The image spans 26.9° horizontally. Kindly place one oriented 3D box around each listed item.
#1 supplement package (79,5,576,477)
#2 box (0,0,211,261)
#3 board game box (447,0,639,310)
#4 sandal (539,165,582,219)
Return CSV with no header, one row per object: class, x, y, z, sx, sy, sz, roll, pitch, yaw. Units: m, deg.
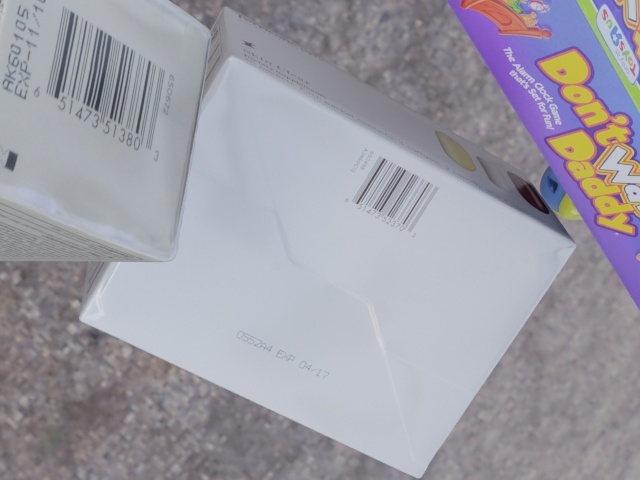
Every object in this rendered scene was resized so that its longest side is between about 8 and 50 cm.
supplement package,0.000,0.000,0.923,0.262,0.145,0.204,27,106,-16
box,-0.224,-0.063,0.660,0.148,0.311,0.121,27,67,-56
board game box,0.210,-0.131,0.836,0.347,0.078,0.233,52,51,-29
sandal,0.272,-0.155,1.091,0.126,0.138,0.317,-1,131,-47
